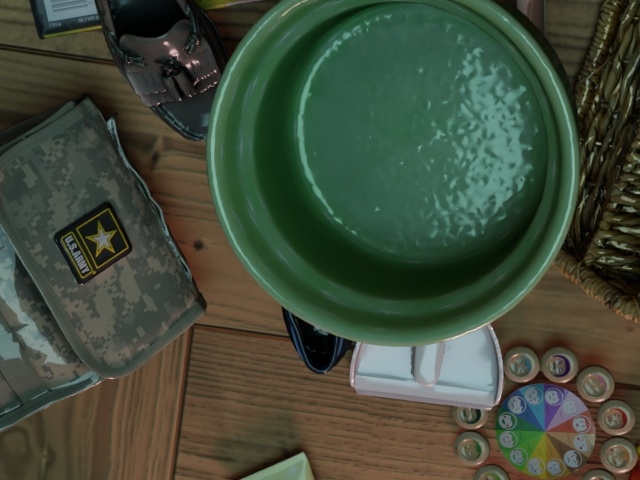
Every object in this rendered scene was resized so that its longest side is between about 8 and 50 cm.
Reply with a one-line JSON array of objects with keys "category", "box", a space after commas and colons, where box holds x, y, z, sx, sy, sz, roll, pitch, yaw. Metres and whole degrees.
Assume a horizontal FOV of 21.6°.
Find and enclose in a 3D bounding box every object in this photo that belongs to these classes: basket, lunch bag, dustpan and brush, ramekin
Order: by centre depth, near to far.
[{"category": "ramekin", "box": [0.071, -0.077, 1.380, 0.303, 0.148, 0.303, 4, 104, 15]}, {"category": "basket", "box": [0.330, -0.067, 1.442, 0.223, 0.213, 0.299, 16, 111, -6]}, {"category": "lunch bag", "box": [-0.272, 0.027, 1.518, 0.287, 0.169, 0.235, -27, 106, 3]}, {"category": "dustpan and brush", "box": [0.107, 0.064, 1.577, 0.147, 0.060, 0.211, 7, 106, 5]}]

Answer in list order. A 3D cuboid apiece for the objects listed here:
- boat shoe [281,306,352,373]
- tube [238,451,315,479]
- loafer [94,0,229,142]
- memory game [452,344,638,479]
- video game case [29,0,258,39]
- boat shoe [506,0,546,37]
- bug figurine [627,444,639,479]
[{"category": "boat shoe", "box": [0.000, 0.000, 1.540, 0.109, 0.089, 0.258, -13, 111, 6]}, {"category": "tube", "box": [-0.006, 0.330, 1.692, 0.070, 0.062, 0.240, -35, 107, -29]}, {"category": "loafer", "box": [-0.153, -0.196, 1.427, 0.096, 0.084, 0.268, -22, 109, 9]}, {"category": "memory game", "box": [0.217, 0.189, 1.626, 0.186, 0.012, 0.186, 4, 104, 16]}, {"category": "video game case", "box": [-0.152, -0.327, 1.442, 0.248, 0.035, 0.275, -9, 111, 5]}, {"category": "boat shoe", "box": [0.149, -0.147, 1.479, 0.095, 0.112, 0.335, 5, 108, 20]}, {"category": "bug figurine", "box": [0.378, 0.336, 1.679, 0.216, 0.072, 0.279, 7, 107, -9]}]
